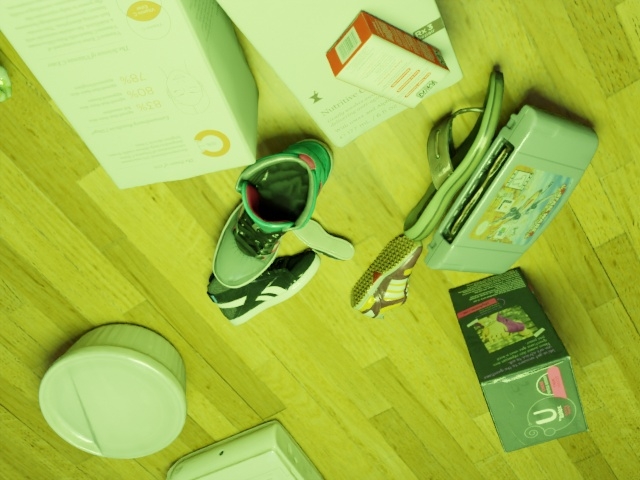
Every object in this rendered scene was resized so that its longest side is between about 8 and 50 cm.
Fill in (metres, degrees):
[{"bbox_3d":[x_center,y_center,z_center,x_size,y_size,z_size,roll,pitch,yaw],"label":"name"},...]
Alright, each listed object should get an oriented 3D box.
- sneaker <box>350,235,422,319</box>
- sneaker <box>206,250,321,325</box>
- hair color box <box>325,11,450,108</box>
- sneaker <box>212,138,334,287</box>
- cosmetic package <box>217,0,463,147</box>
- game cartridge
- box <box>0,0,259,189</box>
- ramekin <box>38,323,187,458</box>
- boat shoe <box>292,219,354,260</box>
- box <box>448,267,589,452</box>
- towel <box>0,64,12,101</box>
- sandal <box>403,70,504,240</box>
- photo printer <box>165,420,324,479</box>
[{"bbox_3d":[0.136,0.069,1.095,0.084,0.069,0.185,28,121,-23],"label":"sneaker"},{"bbox_3d":[-0.115,0.060,1.078,0.217,0.079,0.121,-35,112,17],"label":"sneaker"},{"bbox_3d":[0.084,-0.216,0.734,0.141,0.043,0.072,10,140,-41],"label":"hair color box"},{"bbox_3d":[-0.091,-0.030,0.946,0.124,0.178,0.295,36,103,2],"label":"sneaker"},{"bbox_3d":[0.013,-0.305,0.739,0.217,0.156,0.385,-29,151,15],"label":"cosmetic package"},{"bbox_3d":[0.313,-0.066,0.977,0.198,0.062,0.297,8,124,-32],"label":"game cartridge"},{"bbox_3d":[-0.236,-0.255,0.786,0.215,0.168,0.345,-9,141,10],"label":"box"},{"bbox_3d":[-0.388,0.284,1.172,0.273,0.127,0.272,0,118,0],"label":"ramekin"},{"bbox_3d":[0.000,0.000,1.069,0.125,0.038,0.046,24,72,-13],"label":"boat shoe"},{"bbox_3d":[0.333,0.195,1.040,0.143,0.270,0.165,-20,117,11],"label":"box"},{"bbox_3d":[-0.650,-0.288,0.768,0.321,0.090,0.374,3,158,11],"label":"towel"},{"bbox_3d":[0.199,-0.132,0.960,0.086,0.120,0.302,30,115,1],"label":"sandal"},{"bbox_3d":[-0.167,0.549,1.323,0.308,0.107,0.256,-26,115,14],"label":"photo printer"}]
